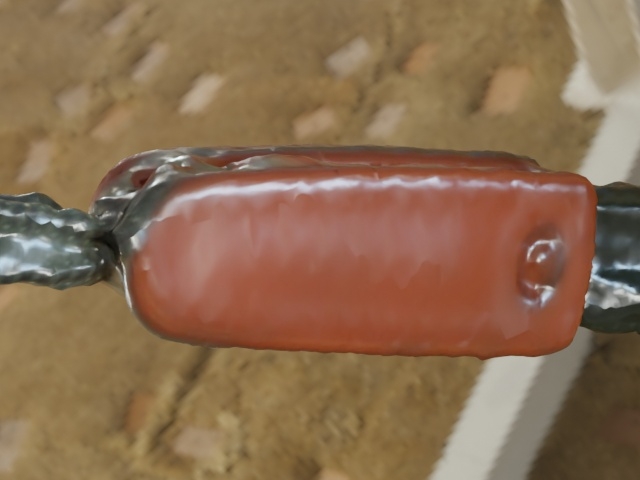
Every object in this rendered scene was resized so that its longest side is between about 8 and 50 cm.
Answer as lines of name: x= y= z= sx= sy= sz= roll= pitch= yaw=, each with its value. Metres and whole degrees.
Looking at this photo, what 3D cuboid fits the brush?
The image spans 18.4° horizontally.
brush: x=0.000 y=0.000 z=0.674 sx=0.051 sy=0.323 sz=0.070 roll=22 pitch=-75 yaw=55
